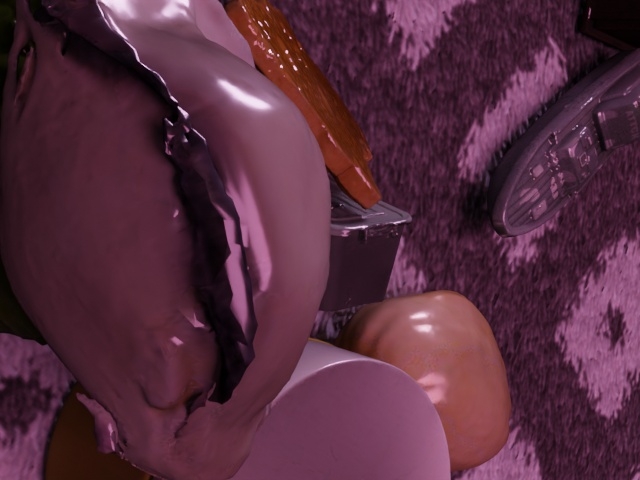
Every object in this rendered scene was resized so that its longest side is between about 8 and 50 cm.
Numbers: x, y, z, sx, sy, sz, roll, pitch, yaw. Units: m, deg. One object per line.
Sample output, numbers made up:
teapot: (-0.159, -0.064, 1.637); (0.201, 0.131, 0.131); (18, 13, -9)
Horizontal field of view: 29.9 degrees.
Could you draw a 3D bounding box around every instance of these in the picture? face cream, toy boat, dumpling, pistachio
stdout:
face cream: (-0.049, 0.167, 0.814); (0.218, 0.179, 0.218); (-10, 104, -41)
toy boat: (0.236, -0.087, 1.097); (0.260, 0.085, 0.078); (-42, 125, -29)
dumpling: (-0.056, -0.020, 0.624); (0.204, 0.163, 0.293); (-11, 93, -38)
pistachio: (0.095, 0.117, 0.980); (0.200, 0.117, 0.145); (32, 91, -41)

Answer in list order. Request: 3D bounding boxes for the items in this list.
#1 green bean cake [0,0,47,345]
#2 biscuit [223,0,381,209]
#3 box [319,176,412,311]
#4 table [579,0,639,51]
green bean cake: (-0.162, -0.078, 0.702); (0.222, 0.125, 0.248); (-36, 122, -33)
biscuit: (-0.014, -0.102, 0.829); (0.035, 0.162, 0.250); (-33, 156, 7)
box: (0.000, 0.000, 0.877); (0.084, 0.122, 0.069); (-9, 116, -40)
table: (0.441, -0.257, 1.120); (0.251, 0.282, 0.196); (12, 89, -44)
